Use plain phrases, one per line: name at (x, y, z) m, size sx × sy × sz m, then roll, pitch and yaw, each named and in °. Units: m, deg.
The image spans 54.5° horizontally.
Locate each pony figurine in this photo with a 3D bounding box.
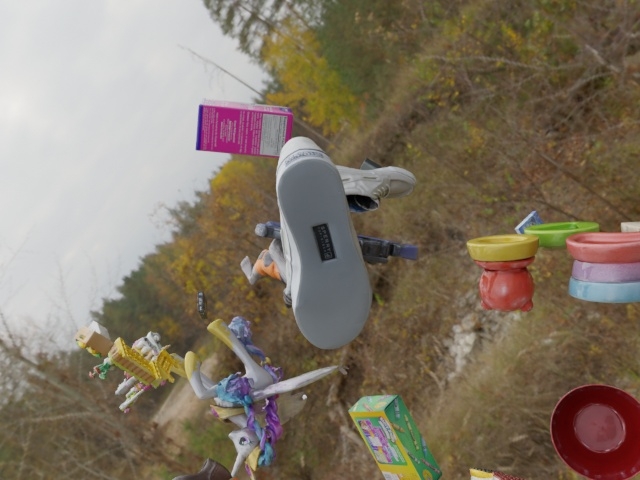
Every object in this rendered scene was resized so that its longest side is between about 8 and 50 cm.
pony figurine at (-0.157, 0.358, 1.503) m, size 0.351 × 0.363 × 0.302 m, roll -23°, pitch -25°, yaw -41°

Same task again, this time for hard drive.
hard drive at (0.184, -0.196, 1.932) m, size 0.022 × 0.135 × 0.094 m, roll -58°, pitch -2°, yaw -24°

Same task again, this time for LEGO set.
LEGO set at (-0.340, 0.227, 1.077) m, size 0.107 × 0.132 × 0.287 m, roll -41°, pitch -14°, yaw -1°

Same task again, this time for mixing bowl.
mixing bowl at (0.546, 0.371, 1.214) m, size 0.181 × 0.181 × 0.098 m, roll -57°, pitch -23°, yaw 3°

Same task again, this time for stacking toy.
stacking toy at (0.442, 0.048, 1.068) m, size 0.280 × 0.130 × 0.309 m, roll -12°, pitch 9°, yaw -43°

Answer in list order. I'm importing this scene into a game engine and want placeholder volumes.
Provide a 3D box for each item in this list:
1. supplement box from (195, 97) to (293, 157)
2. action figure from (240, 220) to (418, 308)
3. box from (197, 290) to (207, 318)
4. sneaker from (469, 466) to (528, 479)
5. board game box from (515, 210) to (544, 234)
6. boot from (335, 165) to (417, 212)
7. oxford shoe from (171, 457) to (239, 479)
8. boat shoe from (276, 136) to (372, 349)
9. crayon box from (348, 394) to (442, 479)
supplement box at (-0.180, -0.267, 1.482) m, size 0.111 × 0.220 × 0.113 m, roll -109°, pitch 25°, yaw -69°
action figure at (0.015, 0.064, 1.250) m, size 0.330 × 0.342 × 0.178 m, roll 175°, pitch 102°, yaw -73°
box at (-0.383, 0.211, 2.019) m, size 0.083 × 0.018 × 0.067 m, roll 90°, pitch 174°, yaw -63°
sneaker at (0.409, 0.570, 1.389) m, size 0.225 × 0.088 × 0.092 m, roll 138°, pitch 142°, yaw -72°
board game box at (0.678, -0.031, 1.988) m, size 0.090 × 0.090 × 0.020 m, roll -42°, pitch 16°, yaw -13°
boot at (0.128, -0.112, 1.508) m, size 0.123 × 0.259 × 0.095 m, roll -108°, pitch 25°, yaw -46°
oxford shoe at (-0.259, 0.491, 1.111) m, size 0.096 × 0.098 × 0.271 m, roll -56°, pitch -17°, yaw 28°
boat shoe at (-0.009, 0.001, 1.007) m, size 0.156 × 0.136 × 0.366 m, roll -105°, pitch 1°, yaw -57°
crayon box at (0.219, 0.596, 1.838) m, size 0.081 × 0.278 × 0.165 m, roll -33°, pitch 7°, yaw -38°
